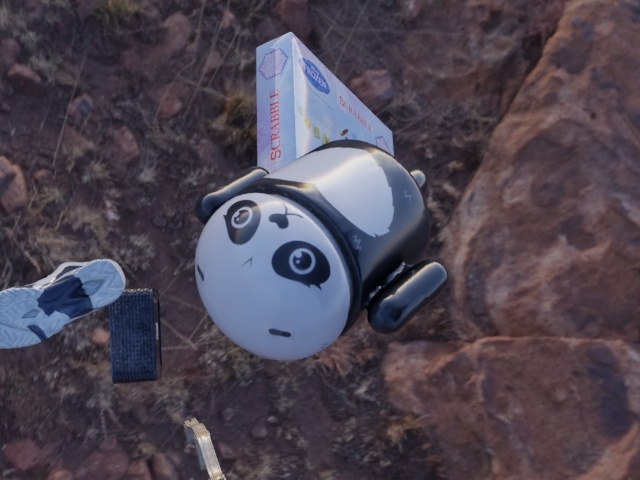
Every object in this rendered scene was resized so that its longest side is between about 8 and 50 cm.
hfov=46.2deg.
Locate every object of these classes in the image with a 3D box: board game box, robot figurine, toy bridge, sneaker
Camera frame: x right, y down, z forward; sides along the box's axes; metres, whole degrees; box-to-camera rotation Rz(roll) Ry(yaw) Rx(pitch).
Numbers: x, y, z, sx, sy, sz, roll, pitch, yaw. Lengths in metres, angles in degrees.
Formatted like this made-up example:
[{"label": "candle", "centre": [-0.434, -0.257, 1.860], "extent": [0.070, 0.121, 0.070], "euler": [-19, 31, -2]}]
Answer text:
[{"label": "board game box", "centre": [0.022, -0.084, 1.099], "extent": [0.319, 0.066, 0.318], "euler": [33, 48, -52]}, {"label": "robot figurine", "centre": [0.002, -0.001, 0.750], "extent": [0.278, 0.209, 0.173], "euler": [-36, 108, -45]}, {"label": "toy bridge", "centre": [-0.181, 0.326, 1.168], "extent": [0.026, 0.188, 0.063], "euler": [-13, 110, -19]}, {"label": "sneaker", "centre": [-0.421, 0.095, 1.172], "extent": [0.235, 0.153, 0.094], "euler": [-30, 95, -14]}]

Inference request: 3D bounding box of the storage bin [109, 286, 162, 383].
[{"label": "storage bin", "centre": [-0.358, 0.183, 1.459], "extent": [0.084, 0.122, 0.180], "euler": [-2, 84, -6]}]
